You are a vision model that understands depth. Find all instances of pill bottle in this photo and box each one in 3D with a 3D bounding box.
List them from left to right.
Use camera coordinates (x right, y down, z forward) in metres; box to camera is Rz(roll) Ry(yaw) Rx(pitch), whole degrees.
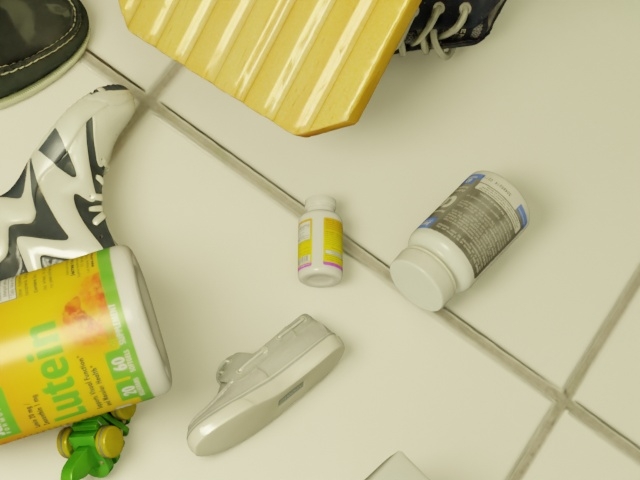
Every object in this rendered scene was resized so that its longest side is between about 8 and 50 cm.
[{"bbox_3d":[-0.262,0.102,1.702,0.245,0.136,0.136,-17,72,-1],"label":"pill bottle"},{"bbox_3d":[0.000,0.000,1.896,0.043,0.043,0.083,7,66,-13],"label":"pill bottle"},{"bbox_3d":[0.134,0.002,1.914,0.078,0.078,0.137,44,63,5],"label":"pill bottle"}]

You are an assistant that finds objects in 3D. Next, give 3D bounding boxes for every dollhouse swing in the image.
[{"bbox_3d":[-0.059,-0.309,1.749,0.346,0.315,0.305,34,87,22],"label":"dollhouse swing"}]

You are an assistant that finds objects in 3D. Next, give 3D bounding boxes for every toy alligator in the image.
[{"bbox_3d":[-0.188,0.149,1.779,0.051,0.056,0.190,52,43,-42],"label":"toy alligator"}]

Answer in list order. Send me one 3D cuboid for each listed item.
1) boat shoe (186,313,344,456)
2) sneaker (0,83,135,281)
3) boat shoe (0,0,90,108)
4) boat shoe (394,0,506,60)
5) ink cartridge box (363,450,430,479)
[{"bbox_3d":[-0.061,0.128,1.815,0.184,0.066,0.063,-37,67,-24],"label":"boat shoe"},{"bbox_3d":[-0.212,-0.022,1.817,0.153,0.094,0.235,39,63,1],"label":"sneaker"},{"bbox_3d":[-0.370,-0.189,1.831,0.340,0.113,0.127,-9,70,-20],"label":"boat shoe"},{"bbox_3d":[0.079,-0.227,1.966,0.158,0.127,0.340,34,62,8],"label":"boat shoe"},{"bbox_3d":[0.035,0.357,1.709,0.211,0.121,0.289,44,63,5],"label":"ink cartridge box"}]
